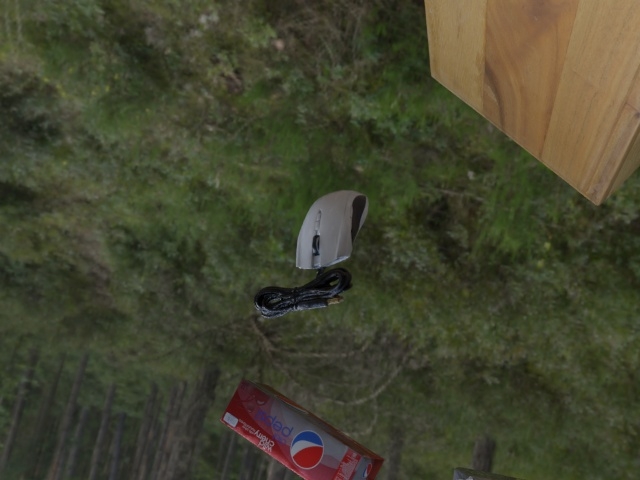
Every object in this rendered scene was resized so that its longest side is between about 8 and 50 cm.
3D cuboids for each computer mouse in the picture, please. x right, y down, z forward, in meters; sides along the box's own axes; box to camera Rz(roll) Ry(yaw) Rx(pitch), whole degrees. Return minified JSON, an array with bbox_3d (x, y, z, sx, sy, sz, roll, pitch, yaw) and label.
[{"bbox_3d":[0.000,0.000,0.809,0.106,0.193,0.042,-15,125,30],"label":"computer mouse"}]

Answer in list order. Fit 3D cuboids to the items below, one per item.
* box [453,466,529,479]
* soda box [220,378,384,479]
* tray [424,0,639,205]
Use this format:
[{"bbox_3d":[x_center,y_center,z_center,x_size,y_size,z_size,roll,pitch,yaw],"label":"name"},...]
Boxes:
[{"bbox_3d":[0.207,0.395,0.836,0.142,0.247,0.163,8,167,6],"label":"box"},{"bbox_3d":[-0.033,0.328,1.230,0.263,0.083,0.092,26,175,32],"label":"soda box"},{"bbox_3d":[0.159,-0.173,0.500,0.203,0.076,0.411,44,177,19],"label":"tray"}]
